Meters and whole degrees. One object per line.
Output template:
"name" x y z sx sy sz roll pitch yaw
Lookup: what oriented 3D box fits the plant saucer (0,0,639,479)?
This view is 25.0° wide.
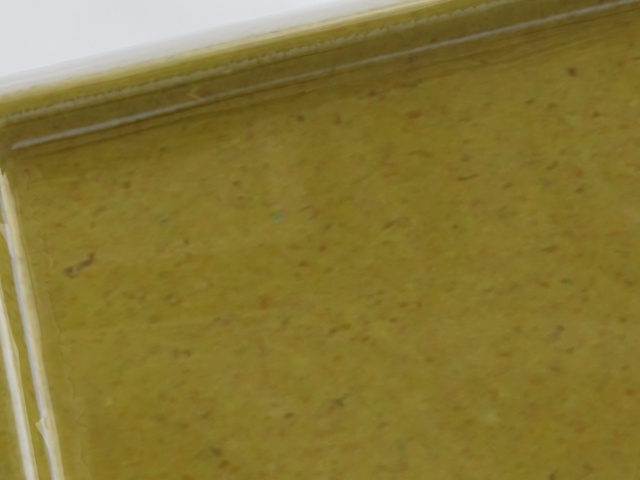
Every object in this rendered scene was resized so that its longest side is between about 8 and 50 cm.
"plant saucer" 0.048 0.058 0.343 0.333 0.081 0.333 -14 -114 -5
